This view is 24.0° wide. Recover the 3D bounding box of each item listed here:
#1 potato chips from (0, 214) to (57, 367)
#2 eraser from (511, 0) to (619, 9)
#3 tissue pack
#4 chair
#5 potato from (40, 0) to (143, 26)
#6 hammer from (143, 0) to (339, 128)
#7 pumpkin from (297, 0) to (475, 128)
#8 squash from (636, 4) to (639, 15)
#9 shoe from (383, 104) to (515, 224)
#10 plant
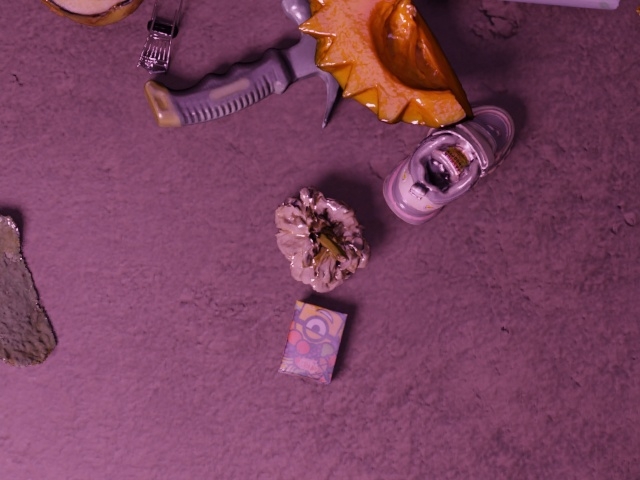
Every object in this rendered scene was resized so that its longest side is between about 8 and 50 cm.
[{"bbox_3d":[-0.386,0.045,1.655,0.228,0.059,0.167,24,68,-3],"label":"potato chips"},{"bbox_3d":[0.245,-0.367,1.784,0.227,0.081,0.174,4,77,-6],"label":"eraser"},{"bbox_3d":[-0.009,0.116,1.701,0.063,0.035,0.083,17,81,-5],"label":"tissue pack"},{"bbox_3d":[-0.184,-0.238,1.736,0.037,0.042,0.086,15,117,-6],"label":"chair"},{"bbox_3d":[-0.268,-0.336,1.717,0.164,0.081,0.200,-27,82,-2],"label":"potato"},{"bbox_3d":[-0.087,-0.182,1.734,0.226,0.041,0.158,-20,83,-11],"label":"hammer"},{"bbox_3d":[0.067,-0.217,1.727,0.130,0.149,0.254,-30,85,9],"label":"pumpkin"},{"bbox_3d":[0.511,-0.215,1.769,0.287,0.137,0.137,39,79,1],"label":"squash"},{"bbox_3d":[0.152,-0.098,1.724,0.180,0.092,0.089,-40,88,-12],"label":"shoe"},{"bbox_3d":[0.000,0.000,1.681,0.116,0.122,0.104,44,90,-6],"label":"plant"}]
